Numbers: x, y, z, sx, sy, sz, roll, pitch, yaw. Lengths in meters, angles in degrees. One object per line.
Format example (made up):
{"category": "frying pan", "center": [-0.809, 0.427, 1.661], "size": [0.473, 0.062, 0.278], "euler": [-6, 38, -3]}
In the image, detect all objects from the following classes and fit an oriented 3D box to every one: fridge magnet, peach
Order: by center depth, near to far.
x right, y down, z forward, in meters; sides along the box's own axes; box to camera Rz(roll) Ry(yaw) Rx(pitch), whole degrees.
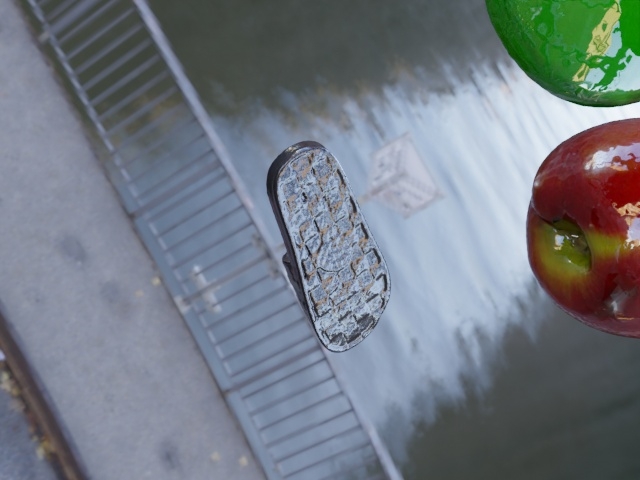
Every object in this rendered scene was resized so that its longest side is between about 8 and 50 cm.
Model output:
{"category": "fridge magnet", "center": [0.184, -0.190, 0.686], "size": [0.208, 0.088, 0.208], "euler": [-5, 100, -28]}
{"category": "peach", "center": [0.291, -0.013, 0.923], "size": [0.226, 0.196, 0.189], "euler": [-10, 103, -31]}

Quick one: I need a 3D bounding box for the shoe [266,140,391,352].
{"category": "shoe", "center": [0.000, 0.000, 0.774], "size": [0.049, 0.071, 0.179], "euler": [41, -23, 51]}
